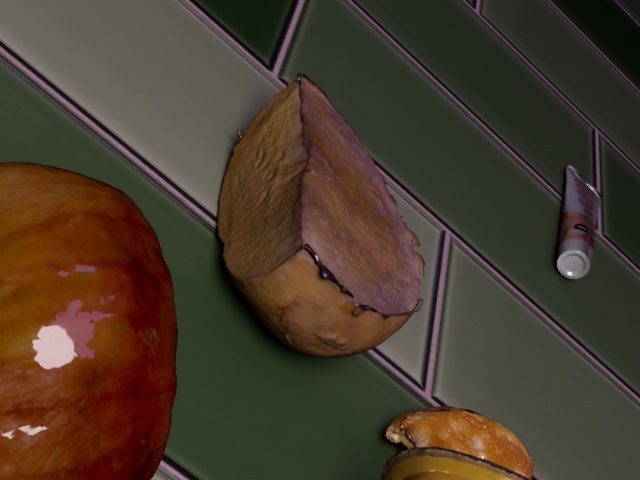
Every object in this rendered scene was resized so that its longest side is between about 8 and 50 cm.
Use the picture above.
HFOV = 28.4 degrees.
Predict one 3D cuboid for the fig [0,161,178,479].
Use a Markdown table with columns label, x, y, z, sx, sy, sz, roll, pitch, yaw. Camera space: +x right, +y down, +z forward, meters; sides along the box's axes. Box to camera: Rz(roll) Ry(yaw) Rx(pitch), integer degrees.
| label | x | y | z | sx | sy | sz | roll | pitch | yaw |
| --- | --- | --- | --- | --- | --- | --- | --- | --- | --- |
| fig | -0.212 | 0.058 | 0.586 | 0.290 | 0.190 | 0.190 | -3 | 52 | -7 |

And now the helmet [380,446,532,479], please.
| label | x | y | z | sx | sy | sz | roll | pitch | yaw |
| --- | --- | --- | --- | --- | --- | --- | --- | --- | --- |
| helmet | 0.105 | 0.252 | 0.767 | 0.140 | 0.205 | 0.257 | -53 | 126 | -29 |

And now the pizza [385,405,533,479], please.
| label | x | y | z | sx | sy | sz | roll | pitch | yaw |
| --- | --- | --- | --- | --- | --- | --- | --- | --- | --- |
| pizza | 0.110 | 0.172 | 0.959 | 0.160 | 0.036 | 0.099 | 13 | 49 | -45 |

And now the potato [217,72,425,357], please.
| label | x | y | z | sx | sy | sz | roll | pitch | yaw |
| --- | --- | --- | --- | --- | --- | --- | --- | --- | --- |
| potato | 0.000 | 0.000 | 0.931 | 0.138 | 0.098 | 0.243 | 39 | 28 | -27 |

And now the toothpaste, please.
| label | x | y | z | sx | sy | sz | roll | pitch | yaw |
| --- | --- | --- | --- | --- | --- | --- | --- | --- | --- |
| toothpaste | 0.280 | -0.021 | 1.366 | 0.056 | 0.036 | 0.205 | 44 | 29 | -10 |
